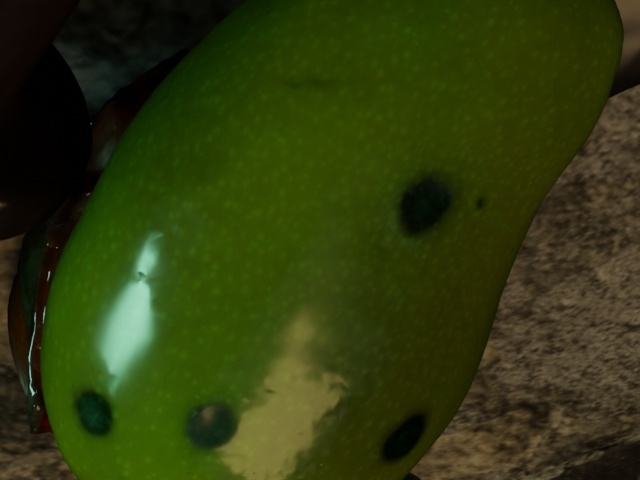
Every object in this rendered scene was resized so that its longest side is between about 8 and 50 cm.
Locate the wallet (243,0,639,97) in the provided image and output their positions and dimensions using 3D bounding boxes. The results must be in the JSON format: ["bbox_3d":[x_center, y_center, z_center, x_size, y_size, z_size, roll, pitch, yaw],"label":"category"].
[{"bbox_3d":[0.134,-0.162,0.508,0.377,0.051,0.197,-26,117,14],"label":"wallet"}]

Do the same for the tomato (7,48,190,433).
[{"bbox_3d":[-0.019,0.048,0.684,0.309,0.170,0.309,-11,145,-8],"label":"tomato"}]

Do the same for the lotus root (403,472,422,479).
[{"bbox_3d":[-0.074,0.226,0.741,0.322,0.140,0.158,-20,165,-3],"label":"lotus root"}]

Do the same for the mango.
[{"bbox_3d":[0.000,0.000,0.499,0.175,0.143,0.293,31,104,-19],"label":"mango"}]

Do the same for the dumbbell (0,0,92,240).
[{"bbox_3d":[-0.107,-0.112,0.465,0.140,0.124,0.225,18,132,-31],"label":"dumbbell"}]
